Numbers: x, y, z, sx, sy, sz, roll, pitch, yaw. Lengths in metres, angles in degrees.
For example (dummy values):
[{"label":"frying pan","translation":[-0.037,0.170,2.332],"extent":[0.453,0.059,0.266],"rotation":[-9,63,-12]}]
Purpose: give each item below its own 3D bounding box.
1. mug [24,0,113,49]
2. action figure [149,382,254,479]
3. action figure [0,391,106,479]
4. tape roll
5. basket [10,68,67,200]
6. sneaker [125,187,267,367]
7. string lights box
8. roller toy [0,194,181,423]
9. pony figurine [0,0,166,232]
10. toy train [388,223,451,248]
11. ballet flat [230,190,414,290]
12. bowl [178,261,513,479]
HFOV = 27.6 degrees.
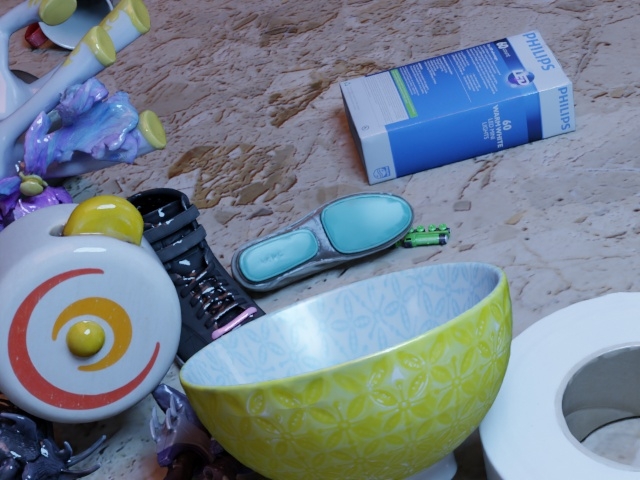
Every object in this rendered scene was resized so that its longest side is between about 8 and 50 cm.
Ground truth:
[{"label":"mug","translation":[-0.387,-0.376,1.989],"extent":[0.150,0.113,0.169],"rotation":[-10,35,2]},{"label":"action figure","translation":[-0.122,0.241,1.158],"extent":[0.185,0.099,0.285],"rotation":[-21,27,20]},{"label":"action figure","translation":[-0.353,0.213,1.247],"extent":[0.276,0.141,0.164],"rotation":[13,30,-9]},{"label":"tape roll","translation":[0.282,0.174,1.127],"extent":[0.286,0.100,0.286],"rotation":[-8,39,6]},{"label":"basket","translation":[-0.424,-0.084,1.612],"extent":[0.227,0.154,0.204],"rotation":[-44,21,-26]},{"label":"sneaker","translation":[-0.132,0.047,1.367],"extent":[0.104,0.147,0.296],"rotation":[-31,42,-22]},{"label":"string lights box","translation":[0.165,-0.165,1.591],"extent":[0.260,0.076,0.133],"rotation":[-15,39,-1]},{"label":"roller toy","translation":[-0.233,0.070,1.257],"extent":[0.209,0.191,0.146],"rotation":[-36,27,-4]},{"label":"pony figurine","translation":[-0.346,-0.091,1.393],"extent":[0.363,0.303,0.351],"rotation":[-26,51,17]},{"label":"toy train","translation":[0.105,-0.004,1.461],"extent":[0.083,0.017,0.023],"rotation":[-4,49,12]},{"label":"ballet flat","translation":[0.000,0.000,1.450],"extent":[0.213,0.068,0.072],"rotation":[-20,82,-7]},{"label":"bowl","translation":[0.040,0.138,1.108],"extent":[0.289,0.156,0.289],"rotation":[-18,9,3]}]
